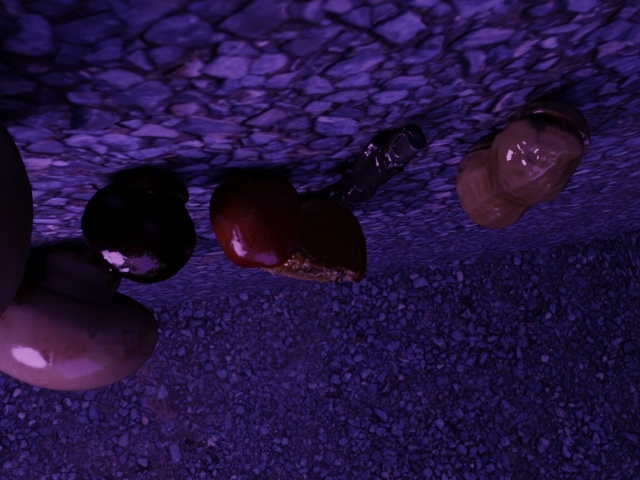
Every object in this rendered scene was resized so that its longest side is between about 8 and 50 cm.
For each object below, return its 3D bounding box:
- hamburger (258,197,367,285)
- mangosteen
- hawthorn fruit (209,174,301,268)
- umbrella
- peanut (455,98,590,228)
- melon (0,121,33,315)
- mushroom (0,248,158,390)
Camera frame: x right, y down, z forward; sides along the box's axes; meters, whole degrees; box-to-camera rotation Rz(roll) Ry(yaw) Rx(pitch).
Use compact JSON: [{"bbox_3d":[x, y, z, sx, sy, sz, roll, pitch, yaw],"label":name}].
[{"bbox_3d":[0.000,0.000,0.982,0.144,0.156,0.283,8,173,23],"label":"hamburger"},{"bbox_3d":[-0.229,-0.021,0.713,0.152,0.152,0.152,-9,171,-1],"label":"mangosteen"},{"bbox_3d":[-0.094,-0.024,0.787,0.133,0.138,0.133,-13,173,-2],"label":"hawthorn fruit"},{"bbox_3d":[0.076,-0.101,0.741,0.066,0.059,0.236,-29,177,-24],"label":"umbrella"},{"bbox_3d":[0.265,-0.098,0.743,0.130,0.130,0.290,-8,168,-8],"label":"peanut"},{"bbox_3d":[-0.320,-0.012,0.376,0.223,0.223,0.317,-4,165,-30],"label":"melon"},{"bbox_3d":[-0.494,0.131,1.088,0.362,0.294,0.362,20,177,1],"label":"mushroom"}]
